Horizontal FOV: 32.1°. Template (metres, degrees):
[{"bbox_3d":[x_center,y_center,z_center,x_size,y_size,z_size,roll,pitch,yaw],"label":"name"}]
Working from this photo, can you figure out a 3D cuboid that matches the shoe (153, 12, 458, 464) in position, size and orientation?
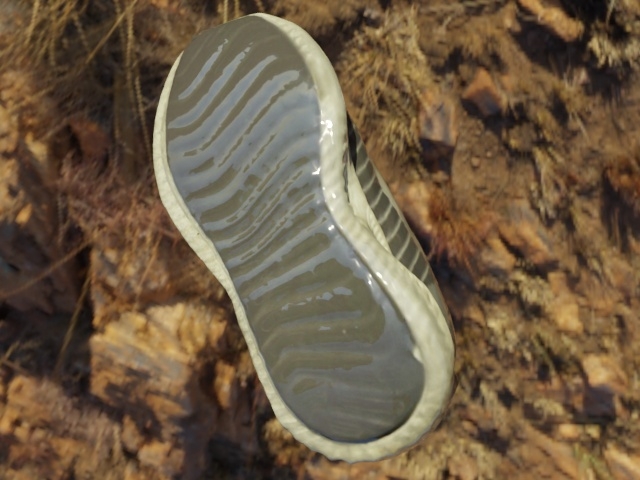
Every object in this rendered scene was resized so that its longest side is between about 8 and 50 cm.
[{"bbox_3d":[0.000,0.000,0.538,0.099,0.227,0.112,-29,159,14],"label":"shoe"}]
